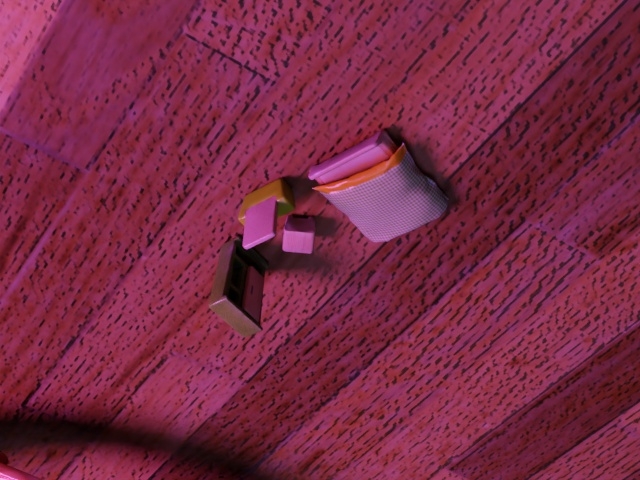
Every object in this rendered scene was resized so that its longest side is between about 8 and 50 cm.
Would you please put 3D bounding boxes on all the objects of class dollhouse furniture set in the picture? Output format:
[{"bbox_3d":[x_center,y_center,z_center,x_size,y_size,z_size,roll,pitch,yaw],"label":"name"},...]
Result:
[{"bbox_3d":[0.000,0.000,0.685,0.151,0.059,0.076,-25,128,25],"label":"dollhouse furniture set"}]

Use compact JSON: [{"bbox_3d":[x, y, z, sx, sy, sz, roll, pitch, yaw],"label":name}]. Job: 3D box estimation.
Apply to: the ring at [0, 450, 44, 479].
[{"bbox_3d":[-0.234,0.271,0.931,0.336,0.032,0.337,14,139,13],"label":"ring"}]
